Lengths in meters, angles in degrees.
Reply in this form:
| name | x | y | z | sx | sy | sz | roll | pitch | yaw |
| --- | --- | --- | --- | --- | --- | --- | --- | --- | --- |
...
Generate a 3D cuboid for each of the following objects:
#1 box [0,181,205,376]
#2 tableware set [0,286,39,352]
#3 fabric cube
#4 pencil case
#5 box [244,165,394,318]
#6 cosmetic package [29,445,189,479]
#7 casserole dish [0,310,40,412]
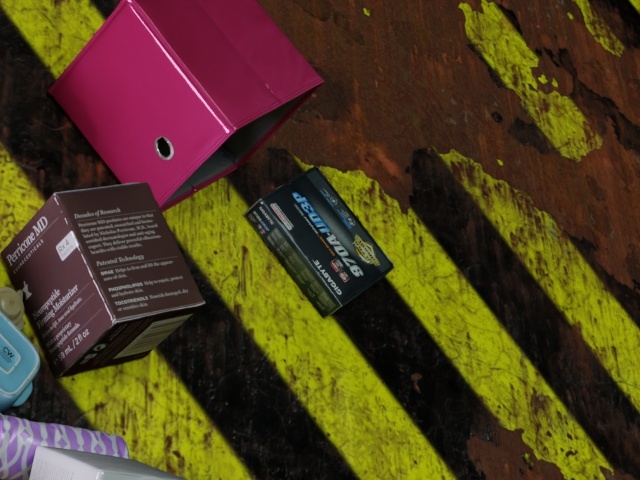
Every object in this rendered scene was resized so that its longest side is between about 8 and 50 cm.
| name | x | y | z | sx | sy | sz | roll | pitch | yaw |
| --- | --- | --- | --- | --- | --- | --- | --- | --- | --- |
| box | -0.300 | 0.053 | 2.114 | 0.167 | 0.168 | 0.203 | -11 | 67 | -46 |
| tableware set | -0.444 | 0.117 | 2.032 | 0.169 | 0.020 | 0.141 | 13 | 63 | -42 |
| fabric cube | -0.207 | -0.236 | 2.365 | 0.258 | 0.254 | 0.259 | 52 | 40 | 3 |
| pencil case | -0.347 | 0.272 | 1.968 | 0.206 | 0.086 | 0.088 | 19 | 15 | -33 |
| box | 0.000 | 0.000 | 2.526 | 0.220 | 0.051 | 0.175 | 53 | 39 | 4 |
| cosmetic package | -0.258 | 0.345 | 1.868 | 0.151 | 0.184 | 0.151 | 15 | 85 | -33 |
| casserole dish | -0.435 | 0.136 | 1.990 | 0.188 | 0.037 | 0.114 | 50 | 45 | -18 |
